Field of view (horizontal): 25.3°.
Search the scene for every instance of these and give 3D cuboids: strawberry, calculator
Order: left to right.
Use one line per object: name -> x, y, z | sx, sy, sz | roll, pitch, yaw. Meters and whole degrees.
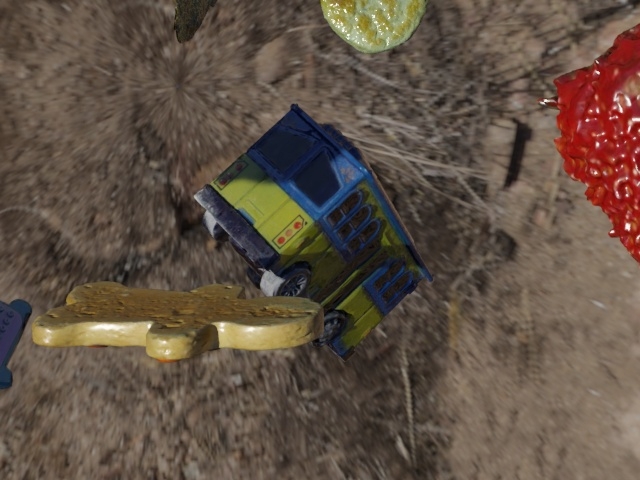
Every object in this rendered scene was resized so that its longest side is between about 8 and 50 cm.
calculator -> -0.318, 0.097, 1.306 | 0.094, 0.019, 0.141 | 28, 49, -12
strawberry -> 0.253, -0.072, 0.997 | 0.167, 0.087, 0.208 | -40, 60, 12

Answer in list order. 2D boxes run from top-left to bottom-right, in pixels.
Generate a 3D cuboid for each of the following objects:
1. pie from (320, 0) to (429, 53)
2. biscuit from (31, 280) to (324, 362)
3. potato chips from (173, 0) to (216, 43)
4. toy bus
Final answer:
pie -> 0.042, -0.183, 1.064 | 0.085, 0.017, 0.085 | 0, 85, -4
biscuit -> -0.111, 0.066, 1.148 | 0.234, 0.153, 0.030 | 1, 107, 14
potato chips -> -0.147, -0.345, 1.796 | 0.026, 0.142, 0.209 | 3, 86, 29
toy bus -> 0.000, 0.000, 1.574 | 0.175, 0.287, 0.138 | -44, 59, -4
